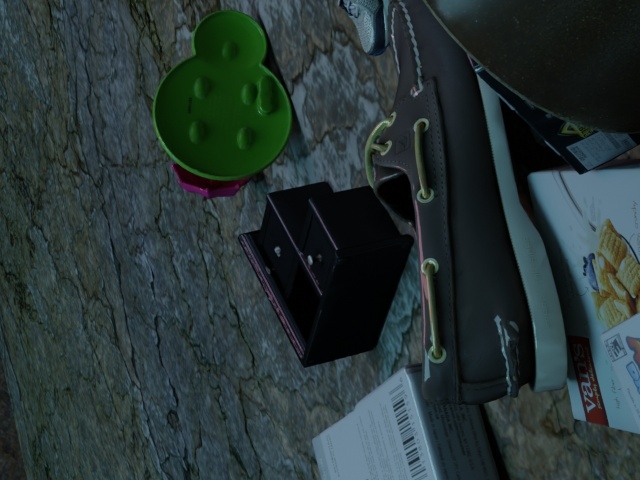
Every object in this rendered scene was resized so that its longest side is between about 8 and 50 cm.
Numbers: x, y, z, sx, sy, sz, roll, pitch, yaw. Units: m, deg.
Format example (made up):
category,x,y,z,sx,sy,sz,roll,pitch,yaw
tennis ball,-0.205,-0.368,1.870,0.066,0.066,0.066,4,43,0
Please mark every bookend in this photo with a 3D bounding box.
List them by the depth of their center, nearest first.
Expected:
category,x,y,z,sx,sy,sz,roll,pitch,yaw
bookend,0.000,0.000,1.388,0.156,0.072,0.157,62,152,32

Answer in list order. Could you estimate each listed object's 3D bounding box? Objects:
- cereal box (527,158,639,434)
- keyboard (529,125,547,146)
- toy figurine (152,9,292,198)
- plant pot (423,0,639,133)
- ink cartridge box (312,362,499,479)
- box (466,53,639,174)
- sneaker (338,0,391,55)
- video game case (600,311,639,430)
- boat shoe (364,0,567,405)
category,x,y,z,sx,sy,sz,roll,pitch,yaw
cereal box,0.217,0.036,0.948,0.240,0.047,0.173,1,104,66
keyboard,0.177,-0.150,0.992,0.256,0.014,0.072,123,134,-59
toy figurine,-0.101,-0.112,1.534,0.159,0.130,0.173,117,157,-69
plant pot,0.178,-0.201,0.750,0.230,0.215,0.215,-41,63,45
ink cartridge box,0.086,0.262,1.323,0.239,0.060,0.275,131,127,-63
box,0.105,-0.163,0.936,0.175,0.051,0.220,32,-148,-57
sneaker,0.018,-0.209,1.254,0.052,0.058,0.135,-23,82,66
video game case,0.225,0.105,0.887,0.157,0.019,0.143,68,157,11
boat shoe,0.084,-0.040,1.087,0.116,0.096,0.324,82,176,-64
